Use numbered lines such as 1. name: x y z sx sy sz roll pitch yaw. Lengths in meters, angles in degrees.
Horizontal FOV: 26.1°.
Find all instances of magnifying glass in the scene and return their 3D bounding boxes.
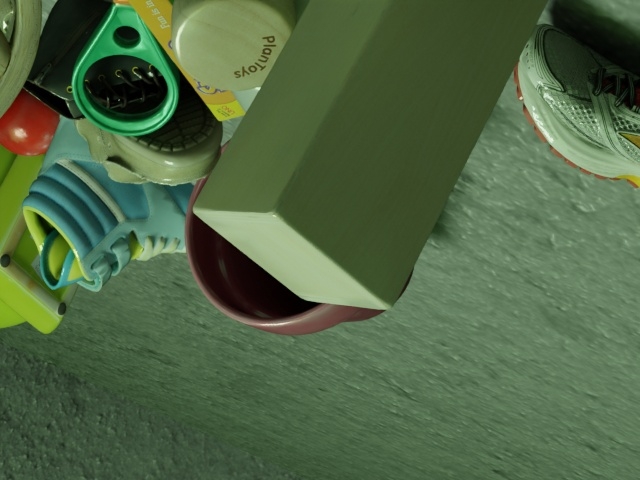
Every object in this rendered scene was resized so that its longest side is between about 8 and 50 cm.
1. magnifying glass: -0.159 -0.180 1.138 0.092 0.026 0.231 6 136 -4

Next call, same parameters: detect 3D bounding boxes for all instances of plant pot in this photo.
1. plant pot: -0.426 -0.014 1.829 0.207 0.227 0.228 9 154 30
2. plant pot: 0.000 0.000 1.313 0.201 0.201 0.180 18 175 28

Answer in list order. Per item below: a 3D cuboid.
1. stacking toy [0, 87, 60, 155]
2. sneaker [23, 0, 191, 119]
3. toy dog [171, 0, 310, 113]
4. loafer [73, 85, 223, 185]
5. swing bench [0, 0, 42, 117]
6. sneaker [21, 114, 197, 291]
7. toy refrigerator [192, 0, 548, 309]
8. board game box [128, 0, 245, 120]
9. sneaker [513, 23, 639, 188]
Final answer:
1. stacking toy: -0.408 -0.198 1.474 0.330 0.141 0.141 31 163 -33
2. sneaker: -0.158 -0.144 1.237 0.222 0.118 0.083 22 161 19
3. toy dog: 0.018 -0.121 0.994 0.161 0.220 0.333 -13 156 15
4. loafer: -0.162 -0.098 1.321 0.268 0.102 0.092 34 144 57
5. swing bench: -0.322 -0.236 1.006 0.255 0.165 0.253 43 -172 -40
6. sneaker: -0.196 -0.001 1.536 0.319 0.208 0.127 37 159 -26
7. toy refrigerator: 0.040 -0.101 0.825 0.102 0.269 0.094 39 159 -33
8. board game box: -0.114 -0.209 0.981 0.039 0.124 0.259 -12 144 16
9. sneaker: 0.231 -0.082 0.934 0.225 0.088 0.093 31 141 -9
